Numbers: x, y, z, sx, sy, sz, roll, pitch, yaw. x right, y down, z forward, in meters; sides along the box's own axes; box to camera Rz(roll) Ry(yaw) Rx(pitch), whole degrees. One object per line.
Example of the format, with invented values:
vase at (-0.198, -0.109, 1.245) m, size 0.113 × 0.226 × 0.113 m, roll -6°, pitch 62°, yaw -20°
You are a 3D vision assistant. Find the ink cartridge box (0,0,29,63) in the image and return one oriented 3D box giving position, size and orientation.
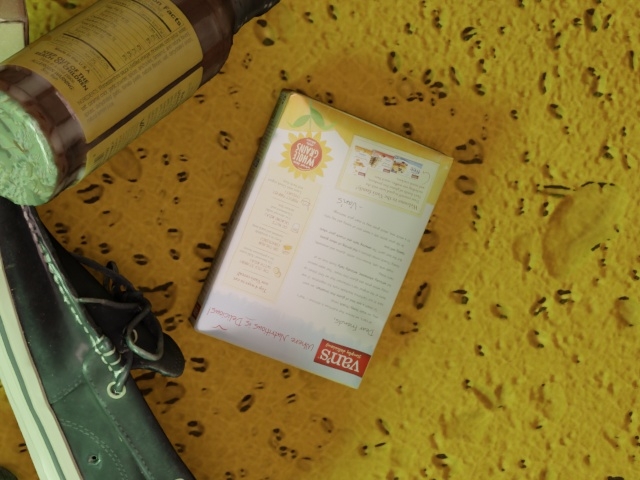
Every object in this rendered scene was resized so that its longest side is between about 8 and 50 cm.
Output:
ink cartridge box at (-0.360, -0.217, 1.222) m, size 0.234 × 0.088 × 0.193 m, roll -5°, pitch 60°, yaw -11°

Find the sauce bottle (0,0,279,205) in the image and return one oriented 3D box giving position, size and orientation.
sauce bottle at (-0.147, -0.152, 1.240) m, size 0.344 × 0.111 × 0.111 m, roll -43°, pitch 111°, yaw -44°

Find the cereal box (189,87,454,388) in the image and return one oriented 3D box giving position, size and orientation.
cereal box at (0.000, 0.000, 1.414) m, size 0.173 × 0.047 × 0.240 m, roll 22°, pitch 95°, yaw -15°

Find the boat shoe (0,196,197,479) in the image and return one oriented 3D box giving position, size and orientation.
boat shoe at (-0.208, 0.093, 1.319) m, size 0.156 × 0.187 × 0.500 m, roll -22°, pitch 110°, yaw -11°

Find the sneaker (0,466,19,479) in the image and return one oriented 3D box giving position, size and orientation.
sneaker at (-0.391, 0.236, 1.349) m, size 0.222 × 0.083 × 0.118 m, roll 22°, pitch 95°, yaw -17°
